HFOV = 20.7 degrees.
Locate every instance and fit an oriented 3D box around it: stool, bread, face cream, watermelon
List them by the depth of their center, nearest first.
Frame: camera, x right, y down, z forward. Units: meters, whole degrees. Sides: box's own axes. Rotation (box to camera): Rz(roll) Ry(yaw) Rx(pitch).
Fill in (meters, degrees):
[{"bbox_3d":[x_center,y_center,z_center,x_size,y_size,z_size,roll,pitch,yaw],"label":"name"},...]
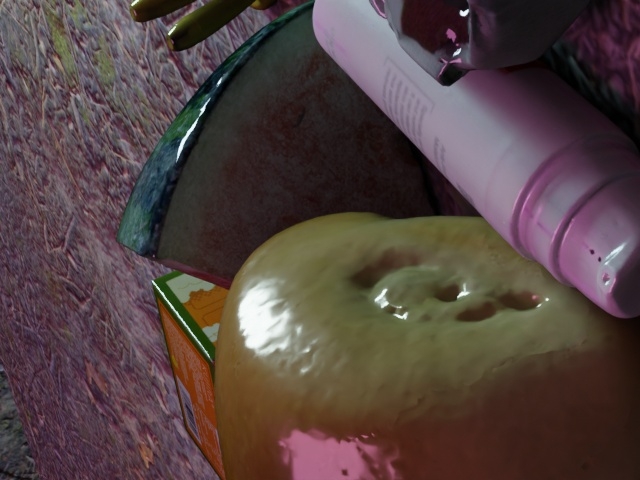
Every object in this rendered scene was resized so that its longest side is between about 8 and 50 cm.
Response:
[{"bbox_3d":[0.117,-0.074,1.134,0.345,0.102,0.102,49,154,41],"label":"face cream"},{"bbox_3d":[0.088,0.193,1.199,0.348,0.253,0.376,16,135,32],"label":"bread"},{"bbox_3d":[-0.043,-0.003,1.402,0.292,0.250,0.283,63,161,17],"label":"watermelon"},{"bbox_3d":[-0.108,-0.238,1.527,0.134,0.110,0.135,65,159,10],"label":"stool"}]

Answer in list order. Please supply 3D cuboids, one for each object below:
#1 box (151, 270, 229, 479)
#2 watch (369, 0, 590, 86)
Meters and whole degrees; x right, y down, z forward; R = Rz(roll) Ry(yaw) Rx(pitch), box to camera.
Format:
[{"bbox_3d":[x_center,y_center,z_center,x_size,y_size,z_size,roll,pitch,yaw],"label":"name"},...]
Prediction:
[{"bbox_3d":[-0.034,0.113,1.608,0.148,0.177,0.195,48,154,48],"label":"box"},{"bbox_3d":[0.067,-0.230,1.056,0.253,0.162,0.241,56,168,40],"label":"watch"}]
